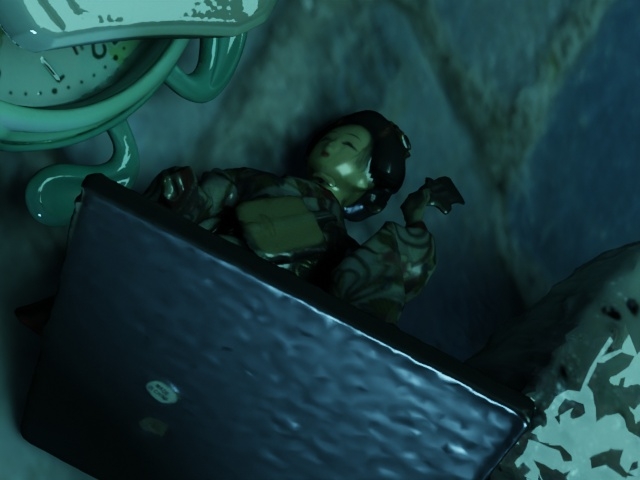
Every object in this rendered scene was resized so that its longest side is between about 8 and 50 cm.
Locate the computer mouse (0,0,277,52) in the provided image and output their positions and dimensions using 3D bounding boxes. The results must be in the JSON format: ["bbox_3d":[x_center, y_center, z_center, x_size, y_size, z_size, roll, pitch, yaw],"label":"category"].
[{"bbox_3d":[-0.065,-0.091,0.448,0.110,0.032,0.056,-11,104,-29],"label":"computer mouse"}]

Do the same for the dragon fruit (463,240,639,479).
[{"bbox_3d":[0.119,0.138,0.589,0.203,0.221,0.283,15,77,-9],"label":"dragon fruit"}]

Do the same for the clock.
[{"bbox_3d":[-0.106,-0.101,0.472,0.148,0.060,0.189,-48,122,-25],"label":"clock"}]

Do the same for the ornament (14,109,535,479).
[{"bbox_3d":[0.000,0.000,0.527,0.166,0.153,0.196,28,46,1],"label":"ornament"}]
